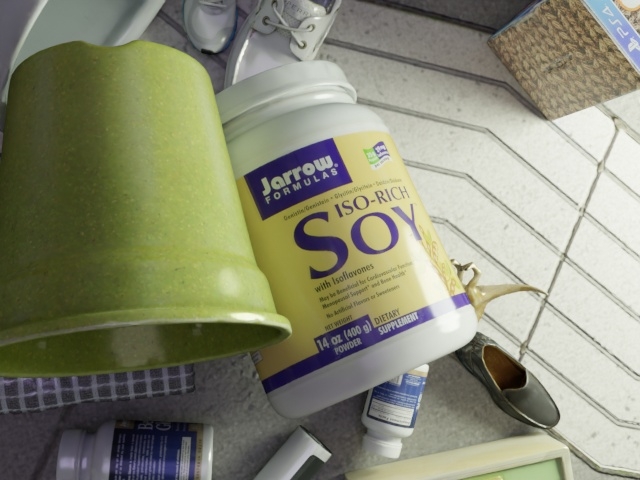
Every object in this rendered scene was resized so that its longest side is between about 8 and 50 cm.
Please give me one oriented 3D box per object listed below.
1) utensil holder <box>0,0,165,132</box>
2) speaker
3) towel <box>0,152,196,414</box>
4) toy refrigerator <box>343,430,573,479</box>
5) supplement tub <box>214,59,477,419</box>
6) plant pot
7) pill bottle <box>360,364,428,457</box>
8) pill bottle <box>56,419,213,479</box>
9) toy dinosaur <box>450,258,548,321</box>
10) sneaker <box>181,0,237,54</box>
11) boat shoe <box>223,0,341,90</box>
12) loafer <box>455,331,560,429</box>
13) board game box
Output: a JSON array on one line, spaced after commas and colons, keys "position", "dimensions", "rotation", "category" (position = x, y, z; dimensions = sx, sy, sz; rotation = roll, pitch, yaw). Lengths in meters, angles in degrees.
[{"position": [-0.362, -0.349, 0.777], "dimensions": [0.385, 0.327, 0.327], "rotation": [38, 83, -6], "category": "utensil holder"}, {"position": [-0.050, 0.294, 0.955], "dimensions": [0.055, 0.055, 0.136], "rotation": [43, 82, -7], "category": "speaker"}, {"position": [-0.257, 0.035, 0.843], "dimensions": [0.235, 0.121, 0.283], "rotation": [-5, 90, -11], "category": "towel"}, {"position": [0.174, 0.321, 0.972], "dimensions": [0.270, 0.094, 0.102], "rotation": [-9, 91, -9], "category": "toy refrigerator"}, {"position": [0.000, 0.000, 0.858], "dimensions": [0.241, 0.241, 0.331], "rotation": [-23, 80, -9], "category": "supplement tub"}, {"position": [-0.177, -0.025, 0.693], "dimensions": [0.276, 0.276, 0.253], "rotation": [-5, 76, -10], "category": "plant pot"}, {"position": [0.089, 0.204, 0.973], "dimensions": [0.067, 0.067, 0.120], "rotation": [15, 87, -9], "category": "pill bottle"}, {"position": [-0.212, 0.256, 0.907], "dimensions": [0.170, 0.094, 0.094], "rotation": [4, 88, -10], "category": "pill bottle"}, {"position": [0.190, 0.070, 1.010], "dimensions": [0.183, 0.053, 0.092], "rotation": [-25, 109, -2], "category": "toy dinosaur"}, {"position": [-0.126, -0.320, 0.938], "dimensions": [0.071, 0.083, 0.190], "rotation": [6, 89, -11], "category": "sneaker"}, {"position": [-0.034, -0.273, 0.945], "dimensions": [0.098, 0.096, 0.277], "rotation": [27, 85, -9], "category": "boat shoe"}, {"position": [0.246, 0.185, 1.003], "dimensions": [0.170, 0.061, 0.062], "rotation": [39, 82, -8], "category": "loafer"}, {"position": [0.387, -0.306, 0.949], "dimensions": [0.291, 0.232, 0.141], "rotation": [-42, 96, -7], "category": "board game box"}]
